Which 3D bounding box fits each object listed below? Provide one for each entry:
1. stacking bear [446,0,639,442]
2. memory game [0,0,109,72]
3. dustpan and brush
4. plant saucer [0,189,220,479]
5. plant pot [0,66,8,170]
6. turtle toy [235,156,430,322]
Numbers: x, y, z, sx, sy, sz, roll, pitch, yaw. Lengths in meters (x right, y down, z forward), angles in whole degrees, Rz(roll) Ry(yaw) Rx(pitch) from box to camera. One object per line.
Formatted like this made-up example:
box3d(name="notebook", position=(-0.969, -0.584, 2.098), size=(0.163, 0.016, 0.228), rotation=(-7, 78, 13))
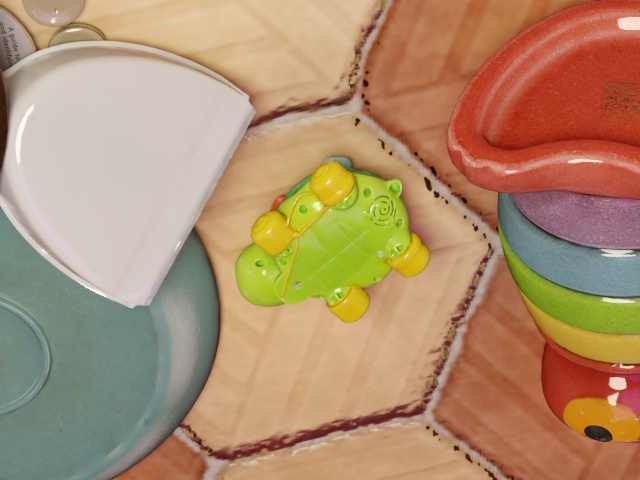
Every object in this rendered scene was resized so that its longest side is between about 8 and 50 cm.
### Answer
box3d(name="stacking bear", position=(0.185, 0.014, 1.054), size=(0.175, 0.164, 0.289), rotation=(8, 137, 18))
box3d(name="memory game", position=(-0.216, -0.104, 1.022), size=(0.186, 0.012, 0.186), rotation=(-2, 122, -4))
box3d(name="dustpan and brush", position=(-0.164, -0.071, 1.002), size=(0.211, 0.060, 0.147), rotation=(29, 90, -22))
box3d(name="plant saucer", position=(-0.221, 0.064, 1.102), size=(0.317, 0.044, 0.318), rotation=(-3, 126, -4))
box3d(name="plant pot", position=(-0.304, -0.046, 0.882), size=(0.215, 0.230, 0.215), rotation=(5, 110, 13))
box3d(name="turtle toy", position=(0.000, 0.000, 1.077), size=(0.130, 0.066, 0.095), rotation=(-38, 116, 18))
